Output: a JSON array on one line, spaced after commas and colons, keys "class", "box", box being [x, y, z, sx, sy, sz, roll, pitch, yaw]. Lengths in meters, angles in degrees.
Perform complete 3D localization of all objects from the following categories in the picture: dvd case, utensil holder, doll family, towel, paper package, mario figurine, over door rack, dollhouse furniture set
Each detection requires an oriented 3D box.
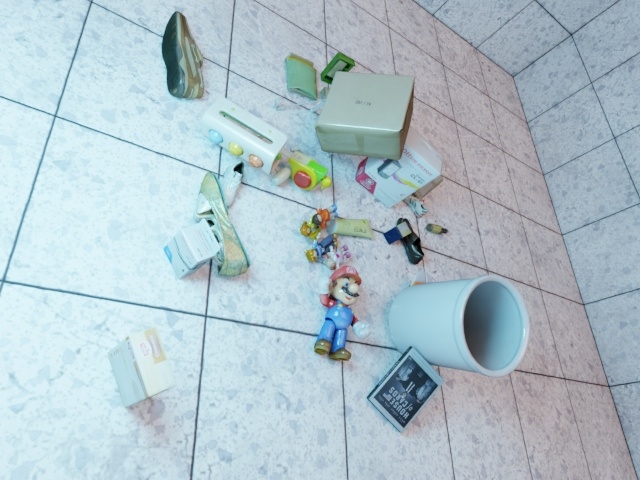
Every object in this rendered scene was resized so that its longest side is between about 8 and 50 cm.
[{"class": "dvd case", "box": [0.298, 0.517, 1.583, 0.239, 0.029, 0.179, -45, 99, -15]}, {"class": "utensil holder", "box": [0.480, 0.301, 1.632, 0.327, 0.385, 0.328, 5, 79, -28]}, {"class": "doll family", "box": [0.000, 0.000, 1.657, 0.163, 0.118, 0.263, -31, 106, -51]}, {"class": "towel", "box": [0.480, -0.381, 2.286, 0.312, 0.056, 0.324, 55, 44, -2]}, {"class": "paper package", "box": [0.180, -0.488, 1.758, 0.324, 0.168, 0.310, 9, 62, 15]}, {"class": "mario figurine", "box": [0.077, 0.228, 1.530, 0.198, 0.170, 0.321, 56, 40, -53]}, {"class": "over door rack", "box": [-0.024, -0.471, 1.893, 0.324, 0.108, 0.240, -12, 75, -28]}, {"class": "dollhouse furniture set", "box": [0.006, -0.733, 2.014, 0.301, 0.151, 0.198, 10, 61, -36]}]

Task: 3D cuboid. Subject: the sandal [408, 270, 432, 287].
[{"class": "sandal", "box": [0.383, 0.253, 1.852, 0.101, 0.076, 0.266, 20, 74, -24]}]

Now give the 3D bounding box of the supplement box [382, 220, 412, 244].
[{"class": "supplement box", "box": [0.330, -0.032, 1.948, 0.083, 0.083, 0.056, -25, 84, -44]}]

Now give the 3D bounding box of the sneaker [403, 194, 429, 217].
[{"class": "sneaker", "box": [0.447, -0.186, 2.136, 0.161, 0.075, 0.057, 52, 45, -5]}]

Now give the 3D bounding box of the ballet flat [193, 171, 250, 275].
[{"class": "ballet flat", "box": [-0.325, -0.051, 1.400, 0.123, 0.123, 0.349, -13, 76, -43]}]

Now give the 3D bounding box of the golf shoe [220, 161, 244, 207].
[{"class": "golf shoe", "box": [-0.297, -0.192, 1.514, 0.069, 0.086, 0.176, 26, 54, -29]}]

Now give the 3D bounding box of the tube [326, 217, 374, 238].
[{"class": "tube", "box": [0.127, -0.054, 1.813, 0.240, 0.062, 0.070, 3, 105, -44]}]

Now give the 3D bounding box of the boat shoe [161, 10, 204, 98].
[{"class": "boat shoe", "box": [-0.475, -0.636, 1.596, 0.119, 0.122, 0.324, 5, 72, -44]}]

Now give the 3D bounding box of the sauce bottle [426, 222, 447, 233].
[{"class": "sauce bottle", "box": [0.561, -0.054, 2.186, 0.128, 0.042, 0.042, 10, 61, -38]}]

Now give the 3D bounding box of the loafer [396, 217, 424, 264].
[{"class": "loafer", "box": [0.406, -0.007, 2.002, 0.080, 0.078, 0.220, -8, 73, -42]}]

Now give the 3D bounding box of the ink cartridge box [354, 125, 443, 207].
[{"class": "ink cartridge box", "box": [0.332, -0.307, 1.944, 0.226, 0.306, 0.131, 36, 48, -18]}]

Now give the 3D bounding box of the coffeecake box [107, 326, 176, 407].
[{"class": "coffeecake box", "box": [-0.422, 0.300, 1.067, 0.068, 0.185, 0.142, -13, 76, -43]}]

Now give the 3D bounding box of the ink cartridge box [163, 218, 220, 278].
[{"class": "ink cartridge box", "box": [-0.362, 0.024, 1.272, 0.060, 0.180, 0.104, -25, 83, -45]}]

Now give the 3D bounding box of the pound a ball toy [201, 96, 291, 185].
[{"class": "pound a ball toy", "box": [-0.251, -0.314, 1.574, 0.319, 0.208, 0.136, 32, 64, -1]}]

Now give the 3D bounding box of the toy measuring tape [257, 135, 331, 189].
[{"class": "toy measuring tape", "box": [-0.107, -0.281, 1.734, 0.330, 0.121, 0.121, 29, 47, 4]}]
